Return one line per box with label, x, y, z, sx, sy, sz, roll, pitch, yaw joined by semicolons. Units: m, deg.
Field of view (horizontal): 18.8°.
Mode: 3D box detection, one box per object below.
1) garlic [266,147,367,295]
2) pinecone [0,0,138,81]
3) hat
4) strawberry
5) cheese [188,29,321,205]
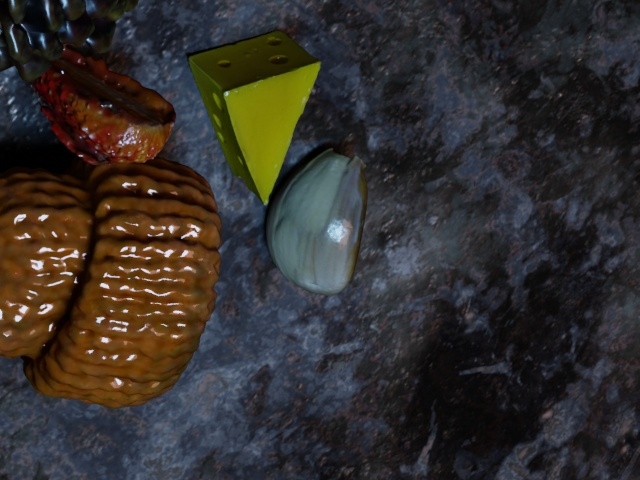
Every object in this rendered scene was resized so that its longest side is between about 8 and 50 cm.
garlic;-0.009;-0.003;2.338;0.115;0.128;0.206;1;128;-9
pinecone;-0.296;-0.357;1.708;0.398;0.398;0.397;-18;128;-25
hat;-0.318;0.008;2.070;0.400;0.285;0.285;18;110;-15
strawberry;-0.239;-0.141;2.027;0.121;0.188;0.082;-12;133;-57
cheese;-0.078;-0.133;2.200;0.126;0.093;0.171;-19;129;-28
